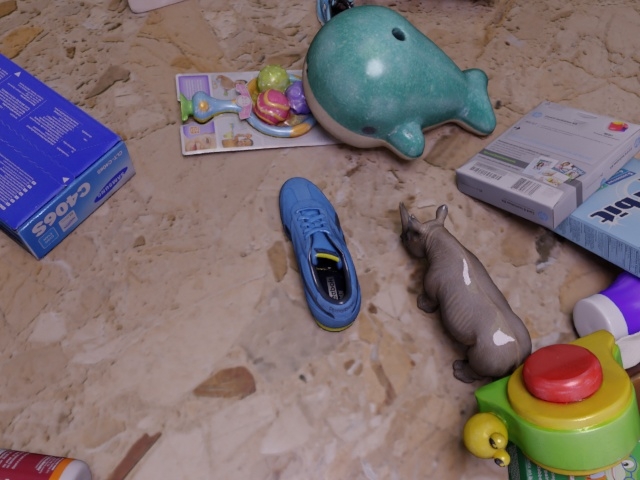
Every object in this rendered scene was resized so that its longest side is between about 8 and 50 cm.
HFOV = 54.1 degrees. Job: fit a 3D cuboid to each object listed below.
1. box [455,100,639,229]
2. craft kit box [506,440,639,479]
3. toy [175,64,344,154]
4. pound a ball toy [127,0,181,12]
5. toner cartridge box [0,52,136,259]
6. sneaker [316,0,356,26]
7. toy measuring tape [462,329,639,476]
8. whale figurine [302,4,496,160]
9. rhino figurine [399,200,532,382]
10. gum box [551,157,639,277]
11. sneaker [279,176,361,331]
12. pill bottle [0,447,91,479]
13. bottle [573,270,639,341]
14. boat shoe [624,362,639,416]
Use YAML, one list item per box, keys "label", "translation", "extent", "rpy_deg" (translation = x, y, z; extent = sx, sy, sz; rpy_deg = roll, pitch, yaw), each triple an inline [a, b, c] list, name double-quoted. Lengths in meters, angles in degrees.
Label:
- label: "box"
  translation: [0.288, -0.103, 0.795]
  extent: [0.186, 0.038, 0.145]
  rpy_deg: [-39, 43, -21]
- label: "craft kit box"
  translation: [0.317, 0.321, 0.599]
  extent: [0.247, 0.061, 0.250]
  rpy_deg: [4, 62, -5]
- label: "toy"
  translation: [-0.072, -0.190, 0.839]
  extent: [0.237, 0.056, 0.137]
  rpy_deg: [-7, 64, -8]
- label: "pound a ball toy"
  translation: [-0.223, -0.486, 0.941]
  extent: [0.319, 0.136, 0.208]
  rpy_deg: [-22, 66, -15]
- label: "toner cartridge box"
  translation: [-0.418, -0.141, 0.778]
  extent: [0.348, 0.075, 0.165]
  rpy_deg: [35, 66, 14]
- label: "sneaker"
  translation: [0.033, -0.331, 0.911]
  extent: [0.063, 0.073, 0.162]
  rpy_deg: [-6, 59, -8]
- label: "toy measuring tape"
  translation: [0.291, 0.136, 0.588]
  extent: [0.330, 0.121, 0.121]
  rpy_deg: [-21, 65, -6]
- label: "whale figurine"
  translation: [0.116, -0.210, 0.805]
  extent: [0.272, 0.141, 0.216]
  rpy_deg: [6, 65, -17]
- label: "rhino figurine"
  translation: [0.151, 0.051, 0.698]
  extent: [0.073, 0.106, 0.243]
  rpy_deg: [-21, 66, -15]
- label: "gum box"
  translation: [0.380, -0.032, 0.742]
  extent: [0.157, 0.041, 0.184]
  rpy_deg: [-22, 32, -15]
- label: "sneaker"
  translation: [0.000, 0.000, 0.731]
  extent: [0.069, 0.082, 0.209]
  rpy_deg: [-13, 62, -8]
- label: "pill bottle"
  translation: [-0.301, 0.238, 0.580]
  extent: [0.152, 0.086, 0.086]
  rpy_deg: [8, 62, 1]
- label: "bottle"
  translation: [0.431, 0.058, 0.722]
  extent: [0.283, 0.092, 0.118]
  rpy_deg: [-17, 57, -12]
- label: "boat shoe"
  translation: [0.416, 0.153, 0.691]
  extent: [0.207, 0.073, 0.073]
  rpy_deg: [1, 24, -6]
